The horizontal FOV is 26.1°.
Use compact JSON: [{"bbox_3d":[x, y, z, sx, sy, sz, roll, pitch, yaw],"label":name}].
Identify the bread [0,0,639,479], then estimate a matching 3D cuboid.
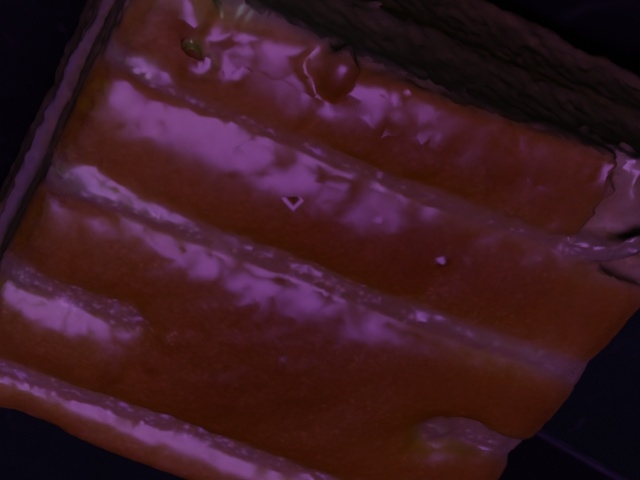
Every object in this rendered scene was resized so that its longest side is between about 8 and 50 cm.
[{"bbox_3d":[0.000,0.000,0.562,0.246,0.111,0.239,23,128,-15],"label":"bread"}]
